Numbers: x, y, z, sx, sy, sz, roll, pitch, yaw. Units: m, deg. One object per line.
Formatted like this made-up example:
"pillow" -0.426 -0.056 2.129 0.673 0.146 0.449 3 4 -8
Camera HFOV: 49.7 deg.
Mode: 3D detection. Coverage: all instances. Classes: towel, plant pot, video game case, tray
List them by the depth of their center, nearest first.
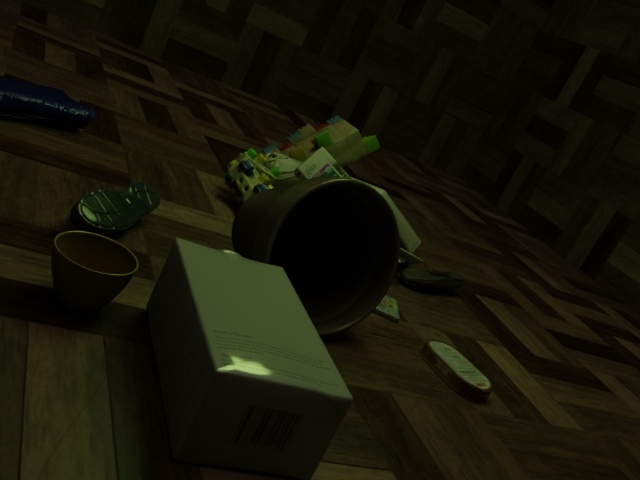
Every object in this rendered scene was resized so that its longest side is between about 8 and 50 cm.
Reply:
"plant pot" -0.374 0.058 1.109 0.134 0.095 0.134 24 18 -8
"plant pot" -0.045 0.008 1.460 0.323 0.323 0.280 13 5 -37
"video game case" 0.116 0.141 1.712 0.166 0.015 0.119 24 17 -6
"towel" -0.781 -0.366 1.813 0.228 0.076 0.308 31 17 38
"tray" 0.167 0.011 2.052 0.270 0.030 0.145 28 -8 -9

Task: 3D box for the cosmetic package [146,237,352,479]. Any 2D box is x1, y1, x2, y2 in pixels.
"cosmetic package" -0.129 0.164 1.064 0.217 0.156 0.385 18 18 -25

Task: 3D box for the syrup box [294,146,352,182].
"syrup box" 0.042 -0.135 1.892 0.237 0.093 0.096 48 -8 -6

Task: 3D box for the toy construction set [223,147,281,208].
"toy construction set" -0.151 -0.135 1.935 0.328 0.151 0.215 39 6 36

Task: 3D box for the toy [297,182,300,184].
"toy" -0.032 -0.151 2.038 0.237 0.137 0.056 13 -44 55

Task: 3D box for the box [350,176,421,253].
"box" 0.141 -0.094 2.087 0.232 0.058 0.322 50 -11 -34

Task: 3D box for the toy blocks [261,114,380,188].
"toy blocks" -0.028 -0.305 2.352 0.190 0.382 0.261 64 -7 -32

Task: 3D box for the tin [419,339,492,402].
"tin" 0.299 0.284 1.528 0.106 0.040 0.190 6 26 -39

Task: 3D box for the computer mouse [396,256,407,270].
"computer mouse" 0.130 0.036 1.916 0.184 0.060 0.262 23 -3 30

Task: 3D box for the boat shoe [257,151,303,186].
"boat shoe" -0.138 -0.229 2.116 0.268 0.088 0.096 11 46 45

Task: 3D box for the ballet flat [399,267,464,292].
"ballet flat" 0.325 0.122 2.020 0.250 0.058 0.084 5 24 -40

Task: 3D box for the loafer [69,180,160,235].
"loafer" -0.430 -0.055 1.427 0.096 0.084 0.267 58 23 -2
